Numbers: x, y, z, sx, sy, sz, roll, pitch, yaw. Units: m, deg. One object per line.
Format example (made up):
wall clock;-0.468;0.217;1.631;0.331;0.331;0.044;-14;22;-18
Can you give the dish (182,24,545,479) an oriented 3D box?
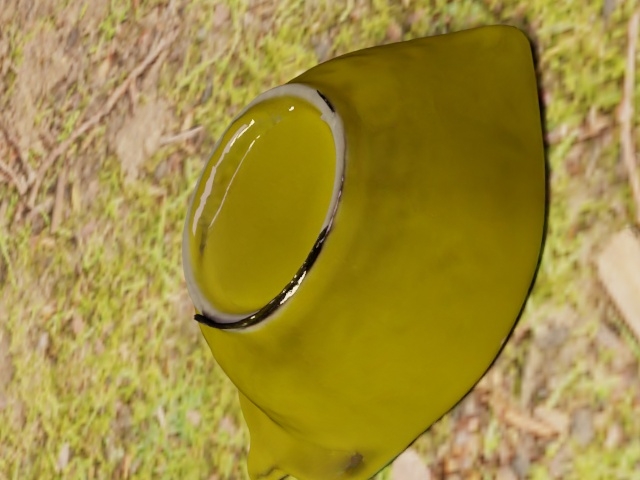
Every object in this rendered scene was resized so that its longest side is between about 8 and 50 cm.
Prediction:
dish;0.000;0.000;0.729;0.149;0.080;0.207;41;107;49
